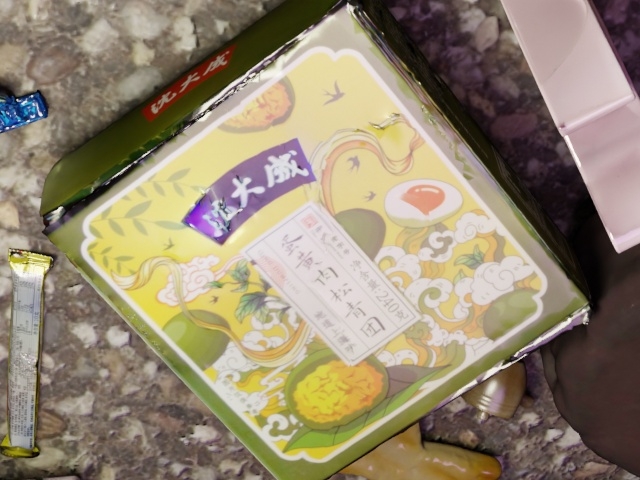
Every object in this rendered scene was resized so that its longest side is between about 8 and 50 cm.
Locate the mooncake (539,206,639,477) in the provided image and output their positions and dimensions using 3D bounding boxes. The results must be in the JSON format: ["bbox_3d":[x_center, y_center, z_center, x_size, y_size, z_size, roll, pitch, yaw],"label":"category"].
[{"bbox_3d":[0.412,0.099,1.886,0.351,0.212,0.381,-24,128,18],"label":"mooncake"}]

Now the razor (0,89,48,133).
[{"bbox_3d":[-0.356,-0.217,1.643,0.093,0.056,0.324,-16,128,8],"label":"razor"}]

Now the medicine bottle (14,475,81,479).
[{"bbox_3d":[-0.377,0.398,2.000,0.241,0.252,0.252,-5,129,-3],"label":"medicine bottle"}]

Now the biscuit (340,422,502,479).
[{"bbox_3d":[0.091,0.252,2.070,0.164,0.047,0.208,-36,124,17],"label":"biscuit"}]

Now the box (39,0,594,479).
[{"bbox_3d":[0.000,0.000,1.748,0.373,0.138,0.420,-34,114,15],"label":"box"}]

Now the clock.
[{"bbox_3d":[0.272,-0.098,1.671,0.080,0.290,0.275,-25,134,11],"label":"clock"}]

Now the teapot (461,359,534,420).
[{"bbox_3d":[0.202,0.162,2.021,0.110,0.085,0.080,9,107,-49],"label":"teapot"}]

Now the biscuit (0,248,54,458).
[{"bbox_3d":[-0.321,0.130,1.939,0.048,0.026,0.292,6,127,-6],"label":"biscuit"}]
